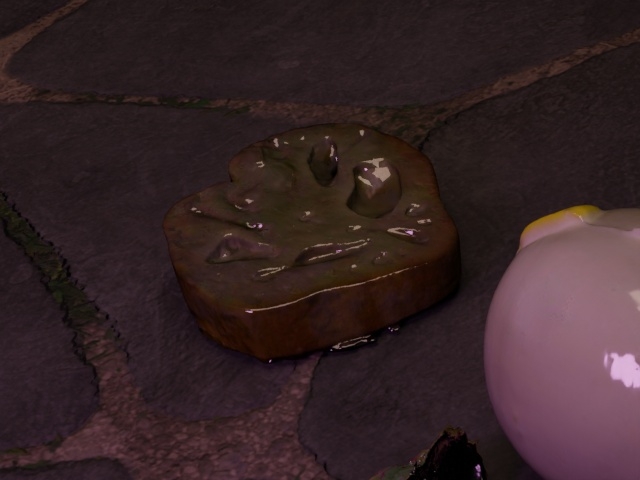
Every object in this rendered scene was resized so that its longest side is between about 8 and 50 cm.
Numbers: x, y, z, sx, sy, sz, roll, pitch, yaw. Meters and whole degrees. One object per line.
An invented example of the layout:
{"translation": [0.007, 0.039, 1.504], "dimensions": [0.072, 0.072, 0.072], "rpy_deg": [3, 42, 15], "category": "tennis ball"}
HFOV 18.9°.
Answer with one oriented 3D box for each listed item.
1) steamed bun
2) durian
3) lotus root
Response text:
{"translation": [0.338, 0.129, 1.912], "dimensions": [0.374, 0.334, 0.334], "rpy_deg": [22, 48, 37], "category": "steamed bun"}
{"translation": [0.100, 0.285, 1.993], "dimensions": [0.108, 0.119, 0.187], "rpy_deg": [-34, 4, 42], "category": "durian"}
{"translation": [0.000, 0.000, 2.384], "dimensions": [0.375, 0.111, 0.390], "rpy_deg": [14, 42, 25], "category": "lotus root"}
